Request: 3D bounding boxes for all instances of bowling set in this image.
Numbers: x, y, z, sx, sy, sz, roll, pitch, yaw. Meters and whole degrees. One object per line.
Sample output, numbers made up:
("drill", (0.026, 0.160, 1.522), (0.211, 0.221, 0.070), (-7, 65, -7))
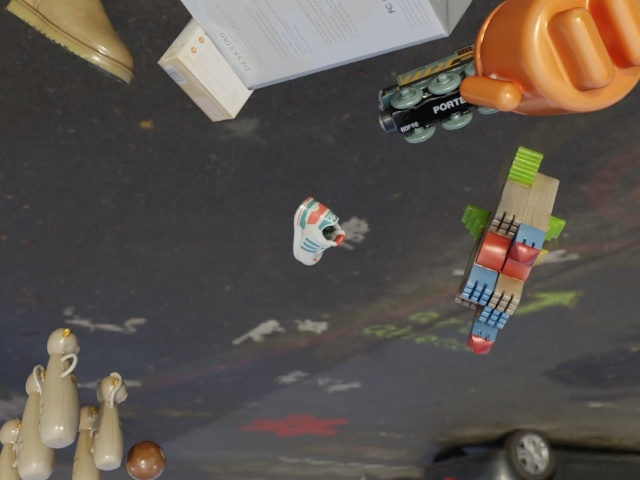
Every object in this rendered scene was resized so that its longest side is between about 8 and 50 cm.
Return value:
("bowling set", (-0.316, 0.254, 1.099), (0.200, 0.154, 0.287), (17, 137, -32))

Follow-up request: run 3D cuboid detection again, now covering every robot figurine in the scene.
("robot figurine", (0.224, -0.184, 0.780), (0.128, 0.158, 0.219), (22, -177, -12))

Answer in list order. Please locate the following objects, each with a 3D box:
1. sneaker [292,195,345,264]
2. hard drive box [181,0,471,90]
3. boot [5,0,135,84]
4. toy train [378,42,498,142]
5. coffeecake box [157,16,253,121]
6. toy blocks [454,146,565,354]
("sneaker", (0.000, 0.000, 1.302), (0.075, 0.057, 0.161), (29, 149, 20))
("hard drive box", (-0.016, -0.233, 0.643), (0.232, 0.089, 0.181), (-3, 135, 45))
("boot", (-0.273, -0.369, 1.063), (0.236, 0.269, 0.089), (35, -177, 19))
("toy train", (0.289, -0.347, 1.864), (0.334, 0.190, 0.142), (-21, 124, 11))
("coffeecake box", (-0.162, -0.319, 1.369), (0.068, 0.185, 0.142), (3, 145, 49))
("toy blocks", (0.348, 0.047, 1.576), (0.191, 0.261, 0.381), (21, 141, 7))
